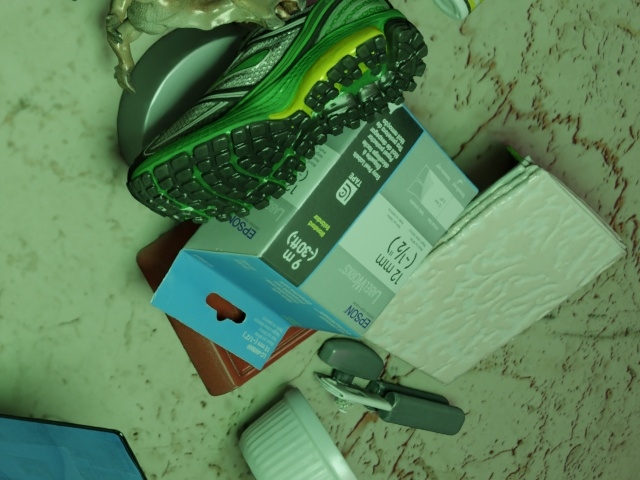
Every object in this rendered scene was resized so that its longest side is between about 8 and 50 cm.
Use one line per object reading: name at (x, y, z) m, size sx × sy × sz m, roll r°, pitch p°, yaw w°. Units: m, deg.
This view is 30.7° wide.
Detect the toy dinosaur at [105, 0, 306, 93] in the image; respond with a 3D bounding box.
toy dinosaur at (-0.178, -0.288, 1.173) m, size 0.296 × 0.127 × 0.200 m, roll 44°, pitch 73°, yaw -20°

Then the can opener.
can opener at (0.105, 0.217, 1.657) m, size 0.280 × 0.074 × 0.093 m, roll 25°, pitch 97°, yaw -41°

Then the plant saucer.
plant saucer at (-0.068, 0.051, 1.470) m, size 0.258 × 0.048 × 0.259 m, roll -34°, pitch 129°, yaw -16°

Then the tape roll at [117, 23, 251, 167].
tape roll at (-0.116, -0.134, 1.324) m, size 0.219 × 0.072 × 0.219 m, roll -16°, pitch 121°, yaw -29°

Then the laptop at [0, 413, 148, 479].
laptop at (-0.376, 0.393, 1.307) m, size 0.408 × 0.236 × 0.382 m, roll -32°, pitch 127°, yaw -18°

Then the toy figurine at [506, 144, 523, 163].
toy figurine at (0.259, -0.028, 1.638) m, size 0.159 × 0.130 × 0.173 m, roll -45°, pitch 157°, yaw 11°

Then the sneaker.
sneaker at (-0.058, -0.144, 1.238) m, size 0.344 × 0.146 × 0.134 m, roll -33°, pitch 143°, yaw 2°

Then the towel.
towel at (0.223, 0.051, 1.568) m, size 0.332 × 0.053 × 0.317 m, roll -38°, pitch 143°, yaw 15°

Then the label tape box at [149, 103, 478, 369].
label tape box at (0.000, 0.000, 1.364) m, size 0.347 × 0.115 × 0.249 m, roll -53°, pitch 141°, yaw -3°

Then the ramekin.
ramekin at (-0.020, 0.307, 1.538) m, size 0.109 × 0.207 × 0.207 m, roll -33°, pitch 128°, yaw -6°

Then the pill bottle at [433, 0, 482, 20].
pill bottle at (0.193, -0.332, 1.441) m, size 0.116 × 0.065 × 0.065 m, roll -44°, pitch 130°, yaw -7°
